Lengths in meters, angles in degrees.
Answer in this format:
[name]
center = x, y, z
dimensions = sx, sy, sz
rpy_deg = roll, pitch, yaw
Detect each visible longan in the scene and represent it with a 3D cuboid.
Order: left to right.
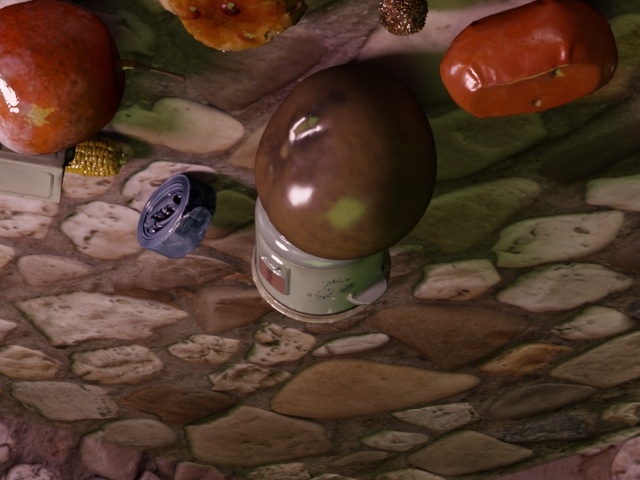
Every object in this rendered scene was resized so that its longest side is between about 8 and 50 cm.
[longan]
center = 0.043, -0.125, 1.945
dimensions = 0.318, 0.319, 0.319
rpy_deg = 3, 151, 1

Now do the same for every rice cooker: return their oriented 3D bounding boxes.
[rice cooker]
center = 0.000, 0.000, 2.228
dimensions = 0.316, 0.264, 0.317
rpy_deg = 38, 155, 22

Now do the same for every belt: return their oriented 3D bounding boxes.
[belt]
center = -0.268, -0.045, 2.289
dimensions = 0.082, 0.141, 0.190
rpy_deg = 22, 144, -33

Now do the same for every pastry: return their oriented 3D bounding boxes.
[pastry]
center = -0.130, -0.360, 1.741
dimensions = 0.228, 0.100, 0.218
rpy_deg = 4, 152, 1

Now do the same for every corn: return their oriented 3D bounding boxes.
[corn]
center = -0.464, -0.160, 2.166
dimensions = 0.238, 0.080, 0.080
rpy_deg = 6, 151, -6

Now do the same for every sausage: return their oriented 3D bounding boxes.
[sausage]
center = 0.308, -0.270, 1.814
dimensions = 0.268, 0.141, 0.153
rpy_deg = -11, 148, 26

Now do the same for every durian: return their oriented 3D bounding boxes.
[durian]
center = 0.123, -0.335, 1.773
dimensions = 0.080, 0.091, 0.080
rpy_deg = -10, 136, -10

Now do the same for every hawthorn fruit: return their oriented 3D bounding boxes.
[hawthorn fruit]
center = -0.411, -0.260, 1.850
dimensions = 0.231, 0.263, 0.235
rpy_deg = -6, 120, 56

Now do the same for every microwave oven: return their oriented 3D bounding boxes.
[microwave oven]
center = -0.484, -0.180, 2.000
dimensions = 0.163, 0.205, 0.129
rpy_deg = 11, 150, -11
